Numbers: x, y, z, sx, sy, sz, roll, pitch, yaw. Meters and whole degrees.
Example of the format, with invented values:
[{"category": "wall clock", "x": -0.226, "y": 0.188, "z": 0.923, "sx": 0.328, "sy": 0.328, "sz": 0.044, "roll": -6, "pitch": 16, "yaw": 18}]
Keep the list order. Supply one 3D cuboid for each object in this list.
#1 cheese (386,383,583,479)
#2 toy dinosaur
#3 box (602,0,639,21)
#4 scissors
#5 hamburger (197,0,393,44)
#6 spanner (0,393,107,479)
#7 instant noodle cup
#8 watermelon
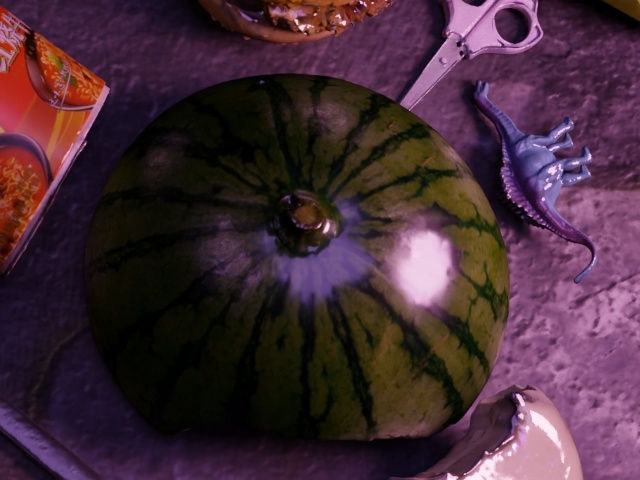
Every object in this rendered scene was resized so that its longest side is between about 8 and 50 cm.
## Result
[{"category": "cheese", "x": 0.136, "y": 0.240, "z": 1.399, "sx": 0.163, "sy": 0.071, "sz": 0.249, "roll": -17, "pitch": 92, "yaw": -30}, {"category": "toy dinosaur", "x": 0.180, "y": -0.055, "z": 1.551, "sx": 0.080, "sy": 0.045, "sz": 0.197, "roll": -23, "pitch": 68, "yaw": -8}, {"category": "box", "x": 0.196, "y": -0.306, "z": 1.601, "sx": 0.311, "sy": 0.043, "sz": 0.173, "roll": 26, "pitch": 55, "yaw": -21}, {"category": "scissors", "x": 0.108, "y": -0.156, "z": 1.590, "sx": 0.100, "sy": 0.015, "sz": 0.189, "roll": 40, "pitch": 66, "yaw": 2}, {"category": "hamburger", "x": -0.022, "y": -0.243, "z": 1.537, "sx": 0.191, "sy": 0.118, "sz": 0.182, "roll": 27, "pitch": 66, "yaw": 1}, {"category": "spanner", "x": -0.222, "y": 0.135, "z": 1.388, "sx": 0.254, "sy": 0.015, "sz": 0.054, "roll": 39, "pitch": 65, "yaw": 4}, {"category": "instant noodle cup", "x": -0.262, "y": -0.084, "z": 1.376, "sx": 0.174, "sy": 0.213, "sz": 0.213, "roll": 30, "pitch": 64, "yaw": -10}, {"category": "watermelon", "x": 0.000, "y": 0.000, "z": 1.412, "sx": 0.330, "sy": 0.189, "sz": 0.331, "roll": 6, "pitch": 71, "yaw": -17}]
